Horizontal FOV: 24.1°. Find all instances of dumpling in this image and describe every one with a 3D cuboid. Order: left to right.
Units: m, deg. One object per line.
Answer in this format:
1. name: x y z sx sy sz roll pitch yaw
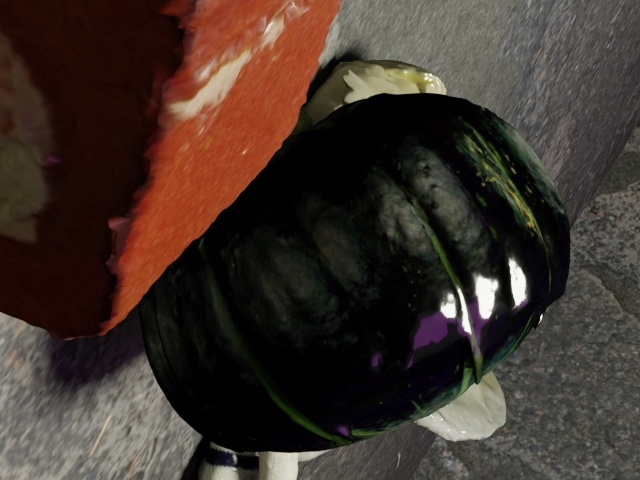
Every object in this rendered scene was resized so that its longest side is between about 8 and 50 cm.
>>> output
1. dumpling: 0.086 0.119 1.571 0.293 0.163 0.204 -30 105 -68

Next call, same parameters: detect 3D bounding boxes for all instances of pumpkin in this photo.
1. pumpkin: 0.000 0.000 1.009 0.296 0.296 0.296 -54 165 -22

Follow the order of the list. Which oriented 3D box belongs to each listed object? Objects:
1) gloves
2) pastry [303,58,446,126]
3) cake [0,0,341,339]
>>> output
1. gloves: -0.060 0.211 1.443 0.140 0.131 0.219 -6 95 -68
2. pastry: 0.034 -0.076 1.207 0.166 0.088 0.166 -55 166 -20
3. cake: -0.093 -0.105 0.538 0.151 0.177 0.283 -49 168 -38
